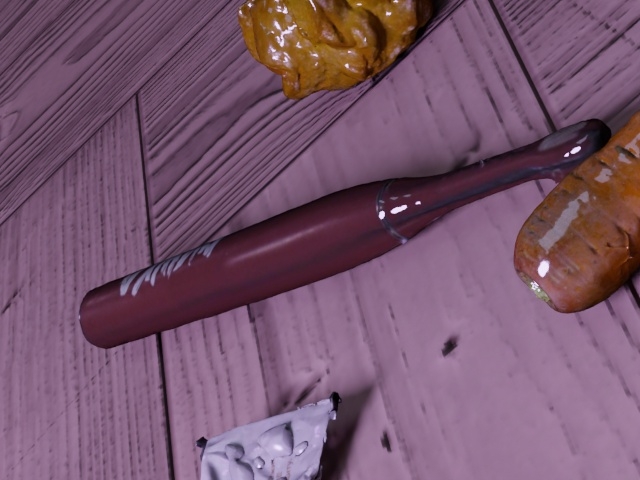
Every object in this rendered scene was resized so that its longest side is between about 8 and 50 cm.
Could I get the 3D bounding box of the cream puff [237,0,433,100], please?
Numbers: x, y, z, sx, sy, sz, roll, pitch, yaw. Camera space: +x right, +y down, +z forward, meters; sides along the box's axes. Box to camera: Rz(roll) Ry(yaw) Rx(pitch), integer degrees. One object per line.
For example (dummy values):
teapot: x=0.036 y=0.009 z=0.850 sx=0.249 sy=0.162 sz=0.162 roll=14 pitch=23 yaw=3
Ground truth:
cream puff: x=0.004 y=-0.140 z=1.054 sx=0.122 sy=0.094 sz=0.116 roll=-52 pitch=28 yaw=-14

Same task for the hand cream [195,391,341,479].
hand cream: x=-0.056 y=0.173 z=0.794 sx=0.084 sy=0.050 sz=0.257 roll=-22 pitch=31 yaw=41

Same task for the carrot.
carrot: x=0.150 y=-0.047 z=0.765 sx=0.191 sy=0.047 sz=0.047 roll=-45 pitch=26 yaw=-2

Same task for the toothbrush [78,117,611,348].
toothbrush: x=-0.001 y=-0.001 z=0.942 sx=0.364 sy=0.041 sz=0.041 roll=-20 pitch=39 yaw=45
